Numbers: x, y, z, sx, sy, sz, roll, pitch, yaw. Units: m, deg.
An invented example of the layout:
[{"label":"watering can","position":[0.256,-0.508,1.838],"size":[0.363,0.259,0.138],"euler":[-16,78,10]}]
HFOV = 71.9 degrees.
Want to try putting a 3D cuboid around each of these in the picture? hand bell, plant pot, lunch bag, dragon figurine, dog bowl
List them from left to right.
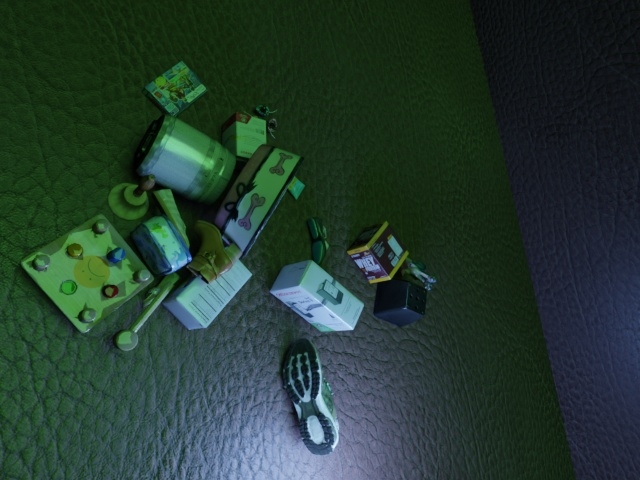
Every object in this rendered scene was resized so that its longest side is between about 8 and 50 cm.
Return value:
[{"label":"hand bell","position":[-0.543,-0.150,1.331],"size":[0.126,0.242,0.125],"euler":[12,70,-37]},{"label":"lunch bag","position":[-0.487,0.020,1.345],"size":[0.090,0.219,0.175],"euler":[-34,100,-34]},{"label":"dog bowl","position":[-0.222,-0.147,1.507],"size":[0.151,0.408,0.407],"euler":[32,58,-8]},{"label":"plant pot","position":[0.373,0.270,1.994],"size":[0.188,0.167,0.187],"euler":[26,62,-31]},{"label":"dragon figurine","position":[0.433,0.130,2.066],"size":[0.144,0.289,0.085],"euler":[27,103,-24]}]

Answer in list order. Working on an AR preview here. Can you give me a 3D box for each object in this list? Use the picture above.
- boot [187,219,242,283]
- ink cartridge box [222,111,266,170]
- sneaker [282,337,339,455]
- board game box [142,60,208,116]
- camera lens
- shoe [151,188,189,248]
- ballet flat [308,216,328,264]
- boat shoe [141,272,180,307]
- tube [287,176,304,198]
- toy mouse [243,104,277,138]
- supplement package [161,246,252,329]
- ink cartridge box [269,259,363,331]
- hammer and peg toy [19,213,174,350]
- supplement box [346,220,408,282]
[{"label":"boot","position":[-0.364,0.033,1.385],"size":[0.197,0.072,0.152],"euler":[35,58,13]},{"label":"ink cartridge box","position":[-0.289,-0.365,1.667],"size":[0.128,0.127,0.176],"euler":[8,72,-38]},{"label":"sneaker","position":[-0.021,0.567,1.652],"size":[0.182,0.158,0.409],"euler":[9,67,-69]},{"label":"board game box","position":[-0.519,-0.542,1.593],"size":[0.136,0.035,0.201],"euler":[48,54,-18]},{"label":"camera lens","position":[-0.448,-0.263,1.453],"size":[0.275,0.220,0.219],"euler":[28,62,-30]},{"label":"shoe","position":[-0.458,-0.066,1.388],"size":[0.058,0.077,0.218],"euler":[-24,83,-34]},{"label":"ballet flat","position":[0.000,0.000,1.837],"size":[0.074,0.074,0.202],"euler":[-1,76,-39]},{"label":"boat shoe","position":[-0.512,0.151,1.398],"size":[0.048,0.056,0.153],"euler":[47,52,-7]},{"label":"tube","position":[-0.149,-0.266,1.809],"size":[0.207,0.052,0.080],"euler":[45,64,-28]},{"label":"toy mouse","position":[-0.227,-0.499,1.816],"size":[0.161,0.031,0.143],"euler":[48,54,-19]},{"label":"supplement package","position":[-0.370,0.157,1.451],"size":[0.133,0.139,0.244],"euler":[51,52,-17]},{"label":"ink cartridge box","position":[-0.017,0.216,1.672],"size":[0.289,0.211,0.121],"euler":[41,58,-21]},{"label":"hammer and peg toy","position":[-0.618,0.129,1.272],"size":[0.361,0.127,0.266],"euler":[55,50,-13]},{"label":"supplement box","position":[0.260,0.053,1.987],"size":[0.194,0.129,0.191],"euler":[53,53,-14]}]
